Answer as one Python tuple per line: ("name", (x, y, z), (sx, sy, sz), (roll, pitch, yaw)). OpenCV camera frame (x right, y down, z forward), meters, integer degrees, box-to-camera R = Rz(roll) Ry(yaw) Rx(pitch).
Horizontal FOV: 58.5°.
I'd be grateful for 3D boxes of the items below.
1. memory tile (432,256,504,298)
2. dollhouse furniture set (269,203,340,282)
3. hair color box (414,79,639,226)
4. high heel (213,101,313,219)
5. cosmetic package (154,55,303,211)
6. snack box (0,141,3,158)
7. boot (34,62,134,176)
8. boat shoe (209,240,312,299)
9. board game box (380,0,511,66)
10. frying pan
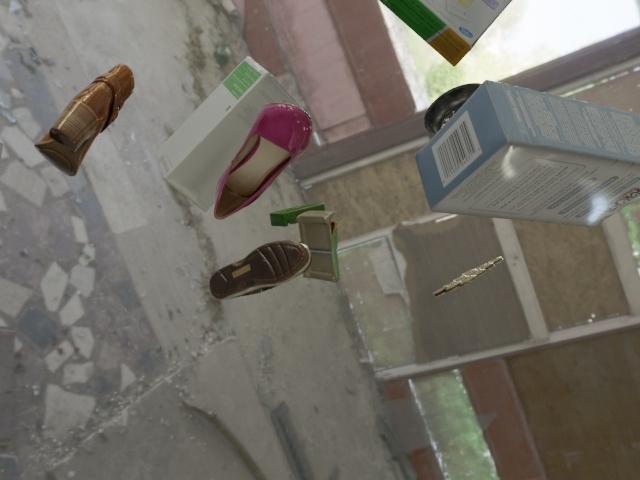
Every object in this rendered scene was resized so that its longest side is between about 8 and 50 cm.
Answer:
("memory tile", (0.305, 0.075, 1.180), (0.148, 0.113, 0.012), (-24, 83, -42))
("dollhouse furniture set", (0.000, 0.000, 1.699), (0.151, 0.302, 0.197), (-15, 102, -35))
("hair color box", (0.363, -0.123, 0.911), (0.375, 0.185, 0.113), (4, 61, -26))
("high heel", (-0.088, -0.101, 0.782), (0.082, 0.244, 0.117), (34, 68, -19))
("cosmetic package", (-0.242, -0.277, 1.483), (0.155, 0.365, 0.197), (43, 4, -37))
("snack box", (-0.613, -0.093, 1.012), (0.064, 0.022, 0.178), (5, 100, -54))
("boot", (-0.359, -0.185, 0.888), (0.073, 0.197, 0.152), (42, 61, -22))
("boat shoe", (-0.120, 0.065, 1.257), (0.095, 0.258, 0.095), (18, 59, -59))
("board game box", (0.267, -0.523, 1.129), (0.242, 0.064, 0.316), (42, 63, -1))
("frying pan", (0.431, -0.336, 1.559), (0.327, 0.197, 0.053), (3, 56, -29))
